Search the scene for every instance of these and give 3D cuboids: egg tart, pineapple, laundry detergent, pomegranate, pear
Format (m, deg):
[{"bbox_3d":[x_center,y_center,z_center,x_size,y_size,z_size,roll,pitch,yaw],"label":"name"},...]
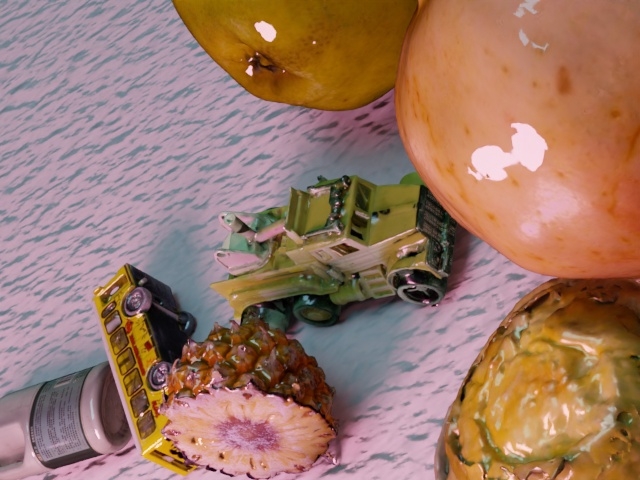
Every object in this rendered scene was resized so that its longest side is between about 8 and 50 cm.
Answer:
[{"bbox_3d":[0.203,0.142,1.617,0.291,0.107,0.291,-22,51,30],"label":"egg tart"},{"bbox_3d":[-0.061,0.123,1.809,0.161,0.176,0.137,-19,49,29],"label":"pineapple"},{"bbox_3d":[-0.294,0.195,2.038,0.225,0.070,0.099,-19,59,30],"label":"laundry detergent"},{"bbox_3d":[0.224,-0.164,1.589,0.411,0.411,0.411,-22,51,29],"label":"pomegranate"},{"bbox_3d":[0.008,-0.292,1.948,0.287,0.287,0.375,-10,44,36],"label":"pear"}]

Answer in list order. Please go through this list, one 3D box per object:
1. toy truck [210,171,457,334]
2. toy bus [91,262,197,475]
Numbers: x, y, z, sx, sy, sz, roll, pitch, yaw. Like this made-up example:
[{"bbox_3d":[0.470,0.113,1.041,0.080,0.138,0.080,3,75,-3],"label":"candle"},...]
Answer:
[{"bbox_3d":[0.004,0.001,1.863,0.259,0.135,0.128,-10,58,33],"label":"toy truck"},{"bbox_3d":[-0.159,0.126,1.966,0.074,0.081,0.226,-42,47,19],"label":"toy bus"}]
